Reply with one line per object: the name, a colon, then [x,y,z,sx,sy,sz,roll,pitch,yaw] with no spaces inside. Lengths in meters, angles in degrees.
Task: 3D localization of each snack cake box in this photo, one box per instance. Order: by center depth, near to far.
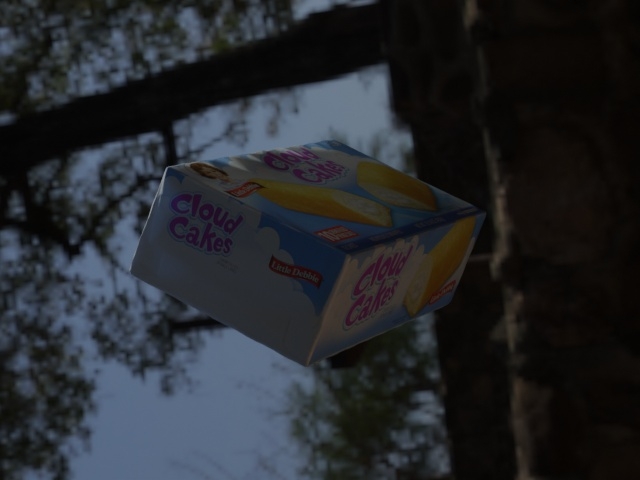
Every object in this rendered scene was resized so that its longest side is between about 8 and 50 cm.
snack cake box: [0.000,0.000,1.088,0.264,0.152,0.089,-17,-49,-63]
